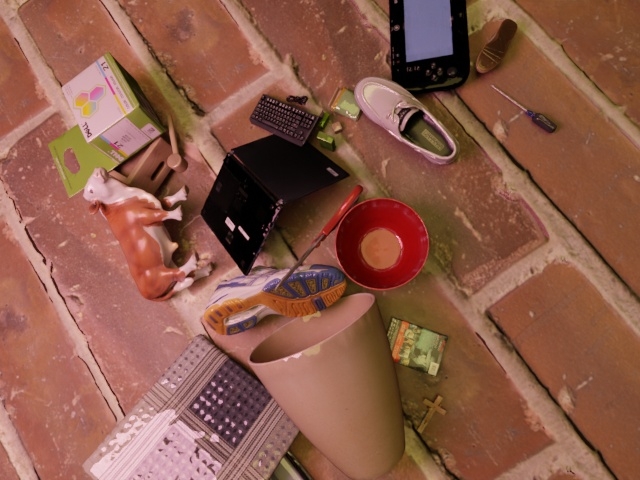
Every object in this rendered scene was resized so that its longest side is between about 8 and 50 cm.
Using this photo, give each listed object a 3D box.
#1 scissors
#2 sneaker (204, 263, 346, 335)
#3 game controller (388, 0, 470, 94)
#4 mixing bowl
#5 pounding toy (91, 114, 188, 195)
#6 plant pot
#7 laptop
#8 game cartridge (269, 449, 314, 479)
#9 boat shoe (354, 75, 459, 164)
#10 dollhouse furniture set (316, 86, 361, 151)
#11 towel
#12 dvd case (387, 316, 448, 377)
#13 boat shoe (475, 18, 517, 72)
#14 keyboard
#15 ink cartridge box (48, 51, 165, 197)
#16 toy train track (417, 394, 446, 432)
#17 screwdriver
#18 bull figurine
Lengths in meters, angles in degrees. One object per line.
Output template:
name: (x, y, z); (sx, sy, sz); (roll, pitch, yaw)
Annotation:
scissors: (0.000, 0.000, 0.806); (0.021, 0.109, 0.297); (37, 66, 2)
sneaker: (-0.095, 0.089, 0.832); (0.296, 0.131, 0.112); (-14, 123, 7)
game controller: (0.239, -0.480, 0.912); (0.166, 0.067, 0.320); (-2, 80, 7)
mixing bowl: (0.123, 0.012, 0.834); (0.181, 0.098, 0.182); (-1, 82, 7)
pounding toy: (-0.373, -0.191, 0.929); (0.206, 0.094, 0.181); (28, 81, 20)
plant pot: (0.043, 0.275, 0.750); (0.256, 0.256, 0.274); (-26, 94, 3)
laptop: (-0.111, -0.095, 0.880); (0.234, 0.136, 0.265); (45, 114, 37)
game cartridge: (-0.102, 0.529, 0.807); (0.196, 0.060, 0.294); (-42, 78, -4)
boat shoe: (0.178, -0.255, 0.859); (0.267, 0.088, 0.096); (45, 105, 5)
dollhouse furniture set: (0.041, -0.280, 0.911); (0.076, 0.058, 0.152); (26, 86, 10)
towel: (-0.237, 0.394, 0.786); (0.312, 0.056, 0.324); (32, 63, 19)
dvd case: (0.191, 0.217, 0.836); (0.119, 0.013, 0.087); (17, 84, 11)
boat shoe: (0.381, -0.416, 0.893); (0.050, 0.045, 0.135); (36, 83, 4)
keyboard: (-0.077, -0.287, 0.920); (0.180, 0.023, 0.108); (31, 87, 29)
ink cartridge box: (-0.492, -0.244, 0.872); (0.255, 0.097, 0.189); (-36, 67, 0)
toy train track: (0.217, 0.344, 0.813); (0.048, 0.014, 0.083); (31, 92, 4)
screwdriver: (0.432, -0.285, 0.881); (0.170, 0.024, 0.025); (40, 117, 18)
bull figurine: (-0.358, -0.017, 0.859); (0.188, 0.101, 0.311); (-11, 113, 6)
